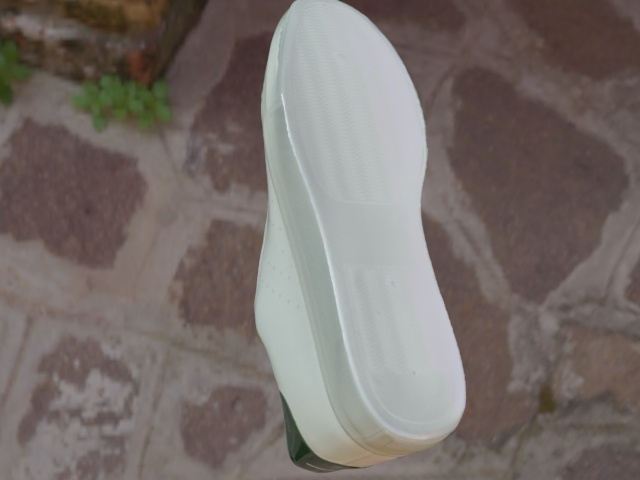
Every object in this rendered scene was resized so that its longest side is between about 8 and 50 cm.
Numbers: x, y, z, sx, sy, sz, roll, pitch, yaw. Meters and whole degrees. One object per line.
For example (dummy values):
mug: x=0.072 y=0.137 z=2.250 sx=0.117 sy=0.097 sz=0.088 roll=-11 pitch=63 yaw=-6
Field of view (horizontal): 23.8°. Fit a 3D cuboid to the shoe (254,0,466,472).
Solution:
shoe: x=0.000 y=0.000 z=0.818 sx=0.095 sy=0.110 sz=0.265 roll=7 pitch=59 yaw=-30
